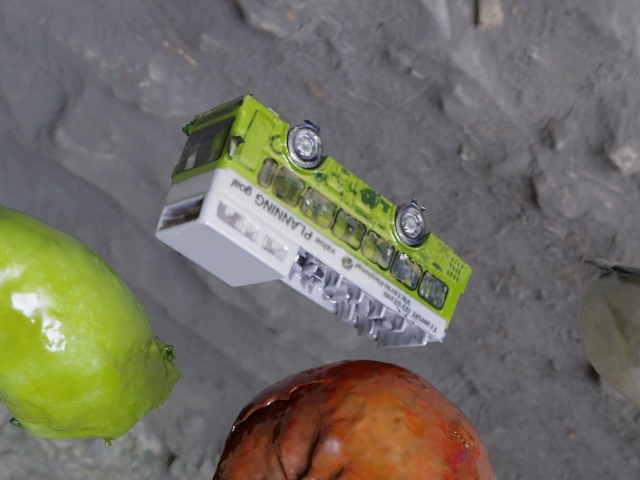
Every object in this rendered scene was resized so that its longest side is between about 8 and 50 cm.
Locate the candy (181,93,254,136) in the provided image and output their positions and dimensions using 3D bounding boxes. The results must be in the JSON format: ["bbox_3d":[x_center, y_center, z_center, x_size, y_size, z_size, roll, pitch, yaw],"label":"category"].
[{"bbox_3d":[-0.146,-0.132,1.668,0.078,0.203,0.141,21,133,-32],"label":"candy"}]

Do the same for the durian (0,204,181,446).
[{"bbox_3d":[-0.326,0.091,1.211,0.256,0.204,0.339,19,155,23],"label":"durian"}]

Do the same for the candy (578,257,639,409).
[{"bbox_3d":[0.409,0.112,0.946,0.386,0.186,0.427,9,179,31],"label":"candy"}]

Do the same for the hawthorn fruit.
[{"bbox_3d":[0.040,0.241,0.989,0.276,0.276,0.307,25,-174,17],"label":"hawthorn fruit"}]

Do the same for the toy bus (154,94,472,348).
[{"bbox_3d":[0.000,0.000,0.991,0.302,0.139,0.113,34,154,-28],"label":"toy bus"}]
